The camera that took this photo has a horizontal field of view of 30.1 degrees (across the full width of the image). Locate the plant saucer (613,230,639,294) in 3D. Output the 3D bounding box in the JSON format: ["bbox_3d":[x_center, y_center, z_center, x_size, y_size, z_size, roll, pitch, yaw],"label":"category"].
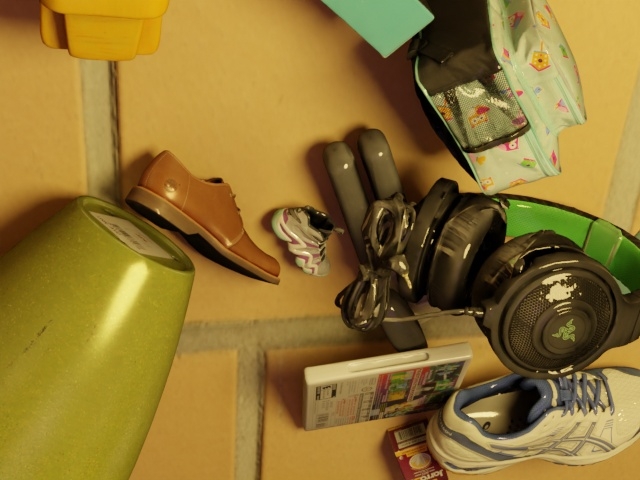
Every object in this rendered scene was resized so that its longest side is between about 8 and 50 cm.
[{"bbox_3d":[0.355,0.054,1.392,0.067,0.018,0.192,24,117,-26],"label":"plant saucer"}]

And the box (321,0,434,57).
[{"bbox_3d":[-0.008,-0.265,1.008,0.060,0.100,0.244,-38,132,20],"label":"box"}]

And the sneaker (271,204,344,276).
[{"bbox_3d":[0.000,0.000,1.251,0.069,0.038,0.098,-13,135,34],"label":"sneaker"}]

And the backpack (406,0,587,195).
[{"bbox_3d":[0.169,-0.142,1.114,0.144,0.166,0.188,-15,131,12],"label":"backpack"}]

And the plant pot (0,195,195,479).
[{"bbox_3d":[-0.258,0.114,1.180,0.275,0.275,0.293,30,100,-29],"label":"plant pot"}]

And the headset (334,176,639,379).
[{"bbox_3d":[0.173,0.011,1.136,0.394,0.243,0.185,-13,125,-41],"label":"headset"}]

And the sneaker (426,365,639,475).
[{"bbox_3d":[0.275,0.202,1.395,0.297,0.111,0.131,-13,152,-12],"label":"sneaker"}]

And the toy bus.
[{"bbox_3d":[-0.163,-0.290,0.925,0.108,0.130,0.332,2,126,-13],"label":"toy bus"}]

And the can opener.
[{"bbox_3d":[0.075,0.015,1.254,0.076,0.095,0.283,-19,134,2],"label":"can opener"}]

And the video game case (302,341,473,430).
[{"bbox_3d":[0.071,0.169,1.359,0.183,0.023,0.201,-9,156,-5],"label":"video game case"}]

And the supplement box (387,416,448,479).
[{"bbox_3d":[0.122,0.268,1.487,0.055,0.043,0.083,-20,128,2],"label":"supplement box"}]

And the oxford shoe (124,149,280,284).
[{"bbox_3d":[-0.101,-0.019,1.217,0.212,0.076,0.076,41,70,-43],"label":"oxford shoe"}]
